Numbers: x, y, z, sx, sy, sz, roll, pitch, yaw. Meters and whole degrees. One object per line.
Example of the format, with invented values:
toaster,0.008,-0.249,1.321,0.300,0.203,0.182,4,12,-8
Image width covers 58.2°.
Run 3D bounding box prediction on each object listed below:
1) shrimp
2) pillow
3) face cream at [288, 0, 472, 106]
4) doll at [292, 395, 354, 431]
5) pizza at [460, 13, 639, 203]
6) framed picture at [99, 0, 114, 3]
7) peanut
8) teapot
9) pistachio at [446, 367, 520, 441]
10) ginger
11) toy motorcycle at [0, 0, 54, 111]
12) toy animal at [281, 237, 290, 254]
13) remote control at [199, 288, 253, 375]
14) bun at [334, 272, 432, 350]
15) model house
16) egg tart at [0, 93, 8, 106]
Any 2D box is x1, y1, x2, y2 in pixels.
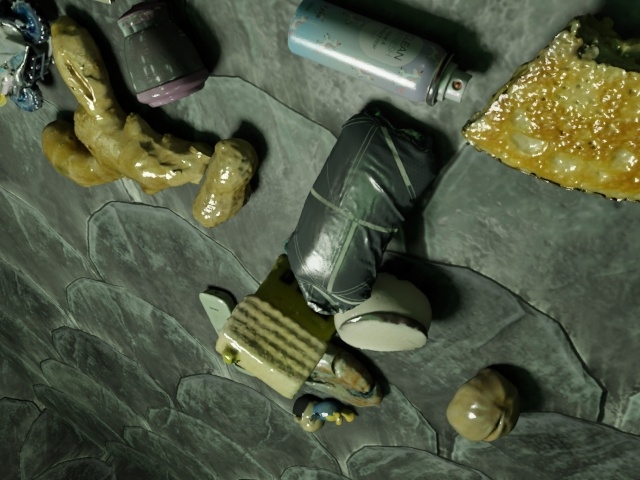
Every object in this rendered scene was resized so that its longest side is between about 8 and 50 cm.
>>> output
shrimp,-0.022,0.286,1.330,0.360,0.085,0.247,30,149,2
pillow,0.049,-0.031,0.872,0.161,0.092,0.335,33,118,13
face cream,0.075,-0.230,0.716,0.229,0.075,0.075,25,141,12
doll,-0.004,0.448,1.477,0.179,0.102,0.088,1,88,41
pizza,0.318,-0.141,0.616,0.324,0.089,0.223,17,144,20
framed picture,-0.395,-0.471,0.866,0.150,0.015,0.203,21,140,18
peanut,-0.169,-0.102,1.020,0.099,0.099,0.214,32,137,5
teapot,-0.245,-0.292,0.888,0.116,0.148,0.146,-18,111,5
pistachio,0.304,0.313,1.081,0.124,0.124,0.185,34,148,3
ginger,-0.394,-0.175,1.090,0.348,0.122,0.363,45,132,2
toy motorcycle,-0.586,-0.368,1.050,0.204,0.108,0.239,34,121,-4
toy animal,-0.009,-0.003,1.023,0.253,0.070,0.079,-15,107,48
remote control,-0.222,0.236,1.451,0.090,0.038,0.309,12,136,28
bun,0.109,0.118,1.015,0.173,0.119,0.173,3,149,2
model house,-0.077,0.185,1.131,0.193,0.234,0.174,35,142,3
egg tart,-0.696,-0.331,1.217,0.105,0.039,0.105,21,139,19
